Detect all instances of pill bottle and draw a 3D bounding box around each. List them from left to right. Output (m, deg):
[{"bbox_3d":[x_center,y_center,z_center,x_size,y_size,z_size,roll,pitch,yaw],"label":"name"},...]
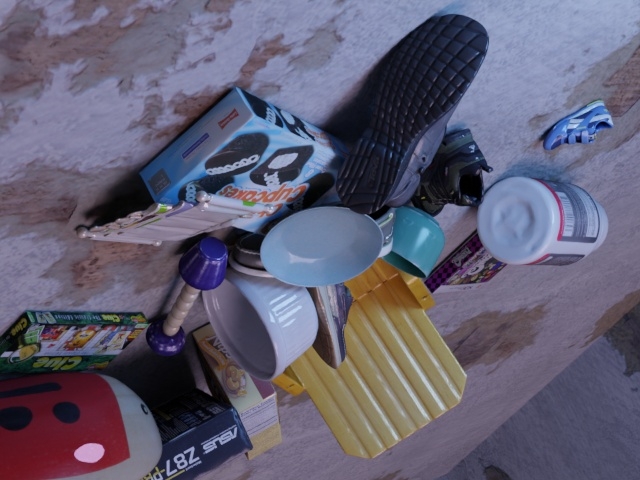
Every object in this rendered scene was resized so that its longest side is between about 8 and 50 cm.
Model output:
[{"bbox_3d":[0.470,-0.036,2.364,0.176,0.176,0.318,-45,154,27],"label":"pill bottle"}]

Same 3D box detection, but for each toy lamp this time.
[{"bbox_3d":[-0.216,0.091,1.877,0.080,0.080,0.274,-16,151,-34],"label":"toy lamp"}]

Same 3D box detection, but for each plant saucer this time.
[{"bbox_3d":[0.000,0.000,1.799,0.195,0.037,0.195,-6,140,-5],"label":"plant saucer"}]

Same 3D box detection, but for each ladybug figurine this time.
[{"bbox_3d":[-0.464,0.313,1.807,0.449,0.305,0.161,-8,106,-35],"label":"ladybug figurine"}]

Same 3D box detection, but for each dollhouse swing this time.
[{"bbox_3d":[0.084,0.224,2.236,0.347,0.305,0.315,-32,157,3],"label":"dollhouse swing"}]

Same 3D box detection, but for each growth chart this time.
[{"bbox_3d":[-0.206,-0.026,1.597,0.237,0.021,0.172,-15,164,31],"label":"growth chart"}]

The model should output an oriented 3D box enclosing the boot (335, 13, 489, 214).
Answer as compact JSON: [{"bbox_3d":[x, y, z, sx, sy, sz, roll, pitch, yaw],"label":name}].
[{"bbox_3d":[0.151,-0.194,1.750,0.338,0.118,0.223,-54,168,19],"label":"boot"}]

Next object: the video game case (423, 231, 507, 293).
[{"bbox_3d":[0.366,0.031,2.539,0.232,0.042,0.210,-45,155,28],"label":"video game case"}]

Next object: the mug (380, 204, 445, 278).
[{"bbox_3d":[0.156,-0.010,2.079,0.097,0.129,0.158,-59,148,-10],"label":"mug"}]

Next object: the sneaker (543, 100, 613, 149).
[{"bbox_3d":[0.492,-0.209,2.194,0.144,0.059,0.053,-32,159,1],"label":"sneaker"}]

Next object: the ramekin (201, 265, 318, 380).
[{"bbox_3d":[-0.097,0.122,1.942,0.109,0.207,0.207,-32,159,-29],"label":"ramekin"}]

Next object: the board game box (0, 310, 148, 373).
[{"bbox_3d":[-0.407,0.164,1.846,0.136,0.030,0.260,-41,156,25],"label":"board game box"}]

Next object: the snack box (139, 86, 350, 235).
[{"bbox_3d":[-0.094,-0.103,1.664,0.187,0.060,0.322,-39,156,17],"label":"snack box"}]

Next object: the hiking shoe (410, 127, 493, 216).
[{"bbox_3d":[0.230,-0.091,2.027,0.086,0.114,0.227,-21,155,-24],"label":"hiking shoe"}]

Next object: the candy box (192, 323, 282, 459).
[{"bbox_3d":[-0.155,0.288,2.213,0.088,0.183,0.316,-28,157,-12],"label":"candy box"}]

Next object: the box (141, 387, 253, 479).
[{"bbox_3d":[-0.317,0.395,2.125,0.318,0.097,0.395,-25,-175,-16],"label":"box"}]

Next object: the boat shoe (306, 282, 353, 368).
[{"bbox_3d":[0.015,0.109,2.082,0.092,0.103,0.285,-31,126,-23],"label":"boat shoe"}]

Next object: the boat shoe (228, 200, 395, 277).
[{"bbox_3d":[-0.010,-0.012,1.904,0.305,0.109,0.091,-10,129,-28],"label":"boat shoe"}]
